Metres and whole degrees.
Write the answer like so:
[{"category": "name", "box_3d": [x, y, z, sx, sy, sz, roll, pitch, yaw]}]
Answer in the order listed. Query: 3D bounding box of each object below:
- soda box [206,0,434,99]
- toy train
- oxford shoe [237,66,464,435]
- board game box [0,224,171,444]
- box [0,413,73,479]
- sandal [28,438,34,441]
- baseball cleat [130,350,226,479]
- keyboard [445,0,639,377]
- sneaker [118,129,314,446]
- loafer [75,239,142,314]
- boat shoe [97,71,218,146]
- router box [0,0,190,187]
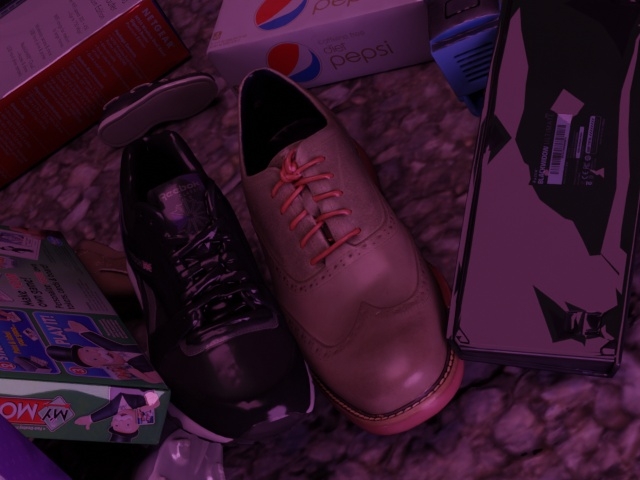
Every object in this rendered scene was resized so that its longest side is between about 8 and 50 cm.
[{"category": "soda box", "box_3d": [0.012, -0.185, 1.406, 0.216, 0.069, 0.074, -10, 46, 28]}, {"category": "toy train", "box_3d": [0.132, -0.180, 1.287, 0.080, 0.105, 0.184, -18, 43, 20]}, {"category": "oxford shoe", "box_3d": [0.000, 0.000, 1.184, 0.123, 0.130, 0.348, -33, 40, 4]}, {"category": "board game box", "box_3d": [-0.258, 0.054, 1.183, 0.317, 0.214, 0.046, -137, 57, -60]}, {"category": "box", "box_3d": [-0.242, 0.208, 1.024, 0.201, 0.293, 0.057, -27, 42, 10]}, {"category": "sandal", "box_3d": [-0.278, 0.216, 1.216, 0.120, 0.086, 0.302, 20, 80, 45]}, {"category": "baseball cleat", "box_3d": [-0.116, 0.147, 1.183, 0.109, 0.072, 0.206, -18, 33, 29]}, {"category": "keyboard", "box_3d": [0.206, -0.055, 1.123, 0.202, 0.033, 0.317, 4, 66, 18]}, {"category": "sneaker", "box_3d": [-0.092, 0.025, 1.152, 0.107, 0.124, 0.283, -20, 39, -12]}, {"category": "loafer", "box_3d": [-0.161, 0.038, 1.324, 0.148, 0.056, 0.050, 10, 58, 53]}, {"category": "boat shoe", "box_3d": [-0.149, -0.127, 1.484, 0.125, 0.046, 0.038, -27, 45, 23]}, {"category": "router box", "box_3d": [-0.319, -0.204, 1.647, 0.301, 0.082, 0.335, -35, 39, 1]}]
